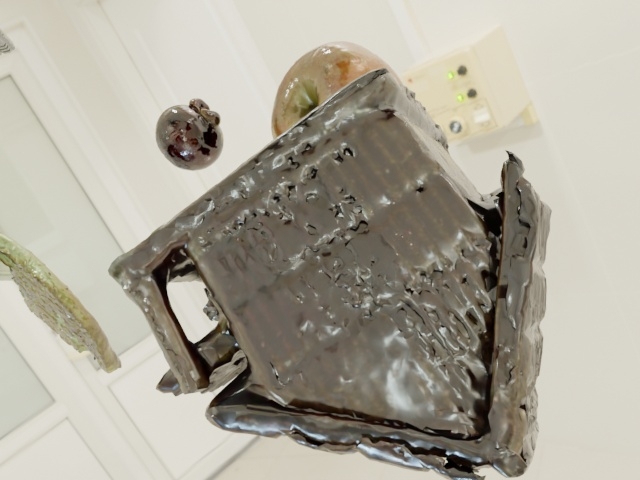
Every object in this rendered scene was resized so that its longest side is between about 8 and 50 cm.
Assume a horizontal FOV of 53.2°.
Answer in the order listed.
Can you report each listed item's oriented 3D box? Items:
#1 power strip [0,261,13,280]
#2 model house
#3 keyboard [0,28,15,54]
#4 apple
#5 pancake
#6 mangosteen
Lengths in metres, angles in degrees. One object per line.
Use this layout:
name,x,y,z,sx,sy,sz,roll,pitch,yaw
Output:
power strip,-0.622,0.053,1.236,0.030,0.048,0.191,-34,-9,7
model house,0.064,0.058,0.525,0.297,0.282,0.317,-43,-16,10
keyboard,-0.421,-0.235,0.721,0.100,0.018,0.309,-20,11,-14
apple,0.052,-0.247,1.313,0.301,0.302,0.301,-26,16,8
pancake,-0.517,0.128,1.256,0.197,0.377,0.054,-5,35,42
mangosteen,-0.270,-0.226,1.351,0.152,0.153,0.152,-26,16,8
